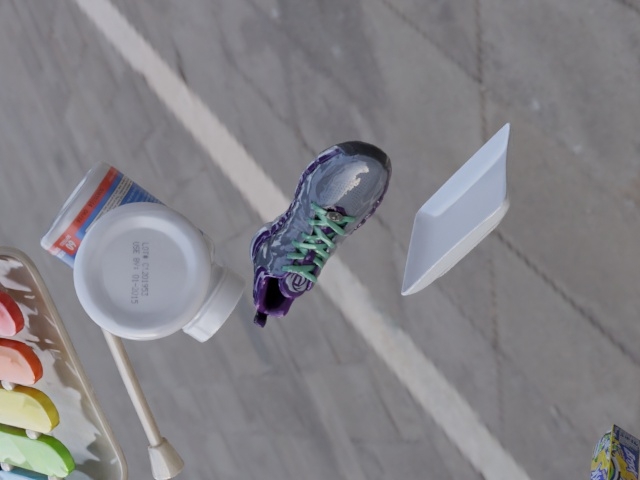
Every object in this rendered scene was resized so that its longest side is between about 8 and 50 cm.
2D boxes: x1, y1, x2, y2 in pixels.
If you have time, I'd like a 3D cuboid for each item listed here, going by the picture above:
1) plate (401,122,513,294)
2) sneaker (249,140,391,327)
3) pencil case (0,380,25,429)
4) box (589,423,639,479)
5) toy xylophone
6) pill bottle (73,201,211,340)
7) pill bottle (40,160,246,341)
[{"bbox_3d":[0.259,-0.050,2.332,0.045,0.277,0.278,35,-147,-14],"label":"plate"},{"bbox_3d":[0.000,0.000,1.235,0.224,0.083,0.098,-50,27,47],"label":"sneaker"},{"bbox_3d":[-0.418,0.022,1.387,0.183,0.160,0.410,5,105,45],"label":"pencil case"},{"bbox_3d":[0.443,0.355,1.955,0.054,0.169,0.059,31,121,-1],"label":"box"},{"bbox_3d":[-0.250,0.123,1.114,0.236,0.081,0.323,-6,117,46],"label":"toy xylophone"},{"bbox_3d":[-0.121,0.024,0.879,0.087,0.087,0.160,65,171,0],"label":"pill bottle"},{"bbox_3d":[-0.200,0.019,1.497,0.221,0.124,0.124,36,168,-12],"label":"pill bottle"}]
